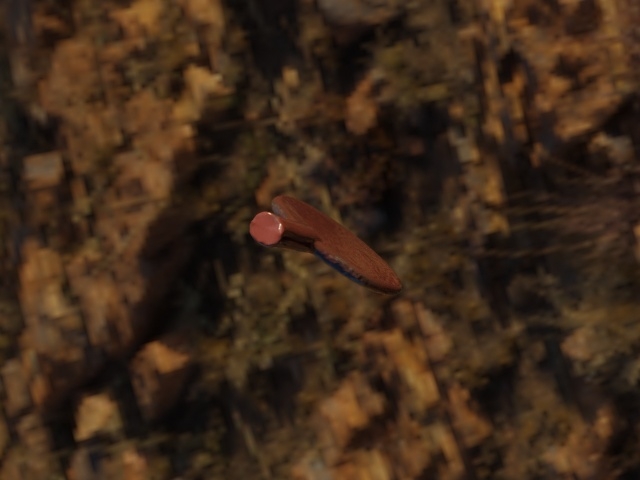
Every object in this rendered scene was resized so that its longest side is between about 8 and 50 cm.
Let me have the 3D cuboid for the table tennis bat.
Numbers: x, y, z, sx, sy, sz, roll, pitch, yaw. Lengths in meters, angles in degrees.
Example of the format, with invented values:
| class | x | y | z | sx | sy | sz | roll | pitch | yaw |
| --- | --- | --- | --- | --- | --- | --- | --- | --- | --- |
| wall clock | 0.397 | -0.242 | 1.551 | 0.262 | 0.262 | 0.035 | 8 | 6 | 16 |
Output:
| class | x | y | z | sx | sy | sz | roll | pitch | yaw |
| --- | --- | --- | --- | --- | --- | --- | --- | --- | --- |
| table tennis bat | 0.000 | 0.000 | 1.151 | 0.098 | 0.155 | 0.019 | 42 | 102 | 22 |
